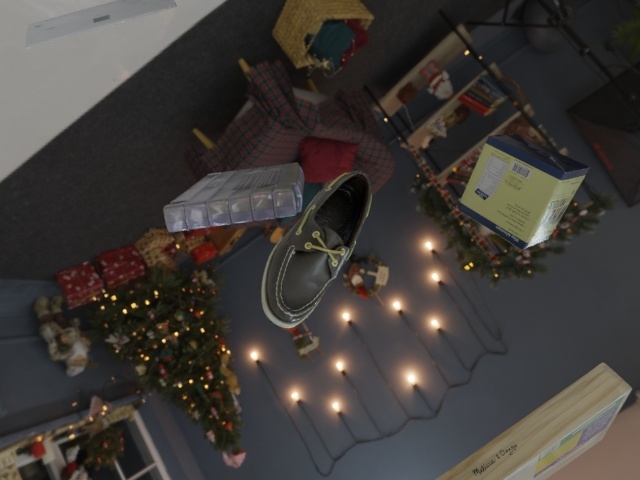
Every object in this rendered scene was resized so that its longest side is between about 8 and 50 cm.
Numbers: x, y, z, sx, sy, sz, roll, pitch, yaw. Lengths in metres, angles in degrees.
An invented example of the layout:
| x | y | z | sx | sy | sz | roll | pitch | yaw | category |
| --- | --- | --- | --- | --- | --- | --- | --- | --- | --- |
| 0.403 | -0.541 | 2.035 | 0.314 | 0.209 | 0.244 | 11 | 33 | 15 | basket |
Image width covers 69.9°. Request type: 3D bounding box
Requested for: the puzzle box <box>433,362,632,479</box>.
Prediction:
| x | y | z | sx | sy | sz | roll | pitch | yaw | category |
| --- | --- | --- | --- | --- | --- | --- | --- | --- | --- |
| 0.297 | 0.376 | 0.739 | 0.408 | 0.052 | 0.272 | -32 | 138 | -5 | puzzle box |

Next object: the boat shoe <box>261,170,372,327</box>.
| x | y | z | sx | sy | sz | roll | pitch | yaw | category |
| --- | --- | --- | --- | --- | --- | --- | --- | --- | --- |
| 0.000 | 0.000 | 0.558 | 0.068 | 0.081 | 0.228 | -39 | -160 | 51 | boat shoe |

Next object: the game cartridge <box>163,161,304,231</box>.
| x | y | z | sx | sy | sz | roll | pitch | yaw | category |
| --- | --- | --- | --- | --- | --- | --- | --- | --- | --- |
| -0.148 | -0.096 | 0.920 | 0.230 | 0.068 | 0.355 | -3 | -163 | 0 | game cartridge |

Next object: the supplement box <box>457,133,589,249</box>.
| x | y | z | sx | sy | sz | roll | pitch | yaw | category |
| --- | --- | --- | --- | --- | --- | --- | --- | --- | --- |
| 0.198 | -0.051 | 0.456 | 0.056 | 0.083 | 0.083 | -13 | 131 | -38 | supplement box |

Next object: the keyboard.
| x | y | z | sx | sy | sz | roll | pitch | yaw | category |
| --- | --- | --- | --- | --- | --- | --- | --- | --- | --- |
| -0.378 | -0.385 | 0.791 | 0.256 | 0.072 | 0.014 | -21 | 147 | -8 | keyboard |
